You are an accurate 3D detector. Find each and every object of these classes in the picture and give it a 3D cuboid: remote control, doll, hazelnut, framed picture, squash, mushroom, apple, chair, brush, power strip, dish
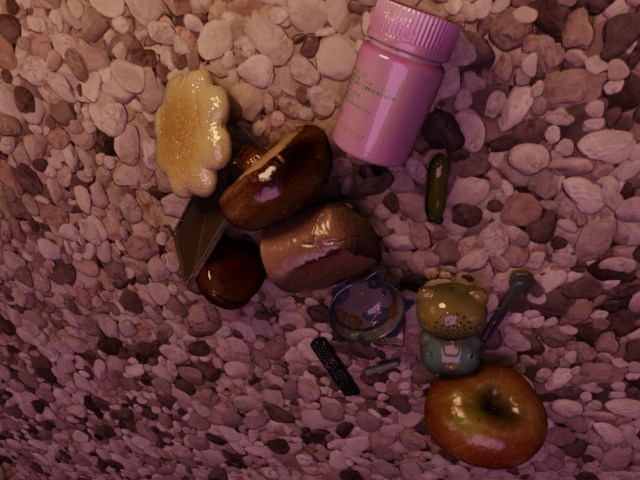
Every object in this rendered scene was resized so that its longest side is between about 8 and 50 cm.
[{"bbox_3d":[0.049,0.411,1.396,0.063,0.025,0.245,-21,112,24],"label":"remote control"},{"bbox_3d":[0.342,0.226,1.145,0.177,0.161,0.260,1,121,15],"label":"doll"},{"bbox_3d":[-0.257,0.103,1.196,0.208,0.208,0.208,6,119,10],"label":"hazelnut"},{"bbox_3d":[-0.317,-0.044,1.148,0.016,0.213,0.289,9,130,-40],"label":"framed picture"},{"bbox_3d":[0.277,-0.118,1.036,0.052,0.052,0.183,5,123,11],"label":"squash"},{"bbox_3d":[-0.099,-0.142,0.977,0.278,0.297,0.163,19,148,51],"label":"mushroom"},{"bbox_3d":[0.450,0.487,1.208,0.310,0.277,0.250,18,147,22],"label":"apple"},{"bbox_3d":[0.134,-0.173,1.050,0.086,0.042,0.037,7,126,52],"label":"chair"},{"bbox_3d":[0.491,0.184,1.168,0.062,0.027,0.266,18,125,4],"label":"brush"},{"bbox_3d":[-0.179,-0.244,1.093,0.040,0.016,0.090,-37,104,28],"label":"power strip"},{"bbox_3d":[0.127,0.162,1.155,0.228,0.086,0.236,-22,120,4],"label":"dish"}]

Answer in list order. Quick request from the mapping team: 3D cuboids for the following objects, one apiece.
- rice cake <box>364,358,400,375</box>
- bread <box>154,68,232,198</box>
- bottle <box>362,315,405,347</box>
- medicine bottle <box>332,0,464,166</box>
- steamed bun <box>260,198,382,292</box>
[{"bbox_3d":[0.192,0.396,1.356,0.121,0.021,0.022,-26,114,27],"label":"rice cake"},{"bbox_3d":[-0.308,-0.245,1.010,0.316,0.054,0.315,2,93,43],"label":"bread"},{"bbox_3d":[0.165,0.255,1.241,0.152,0.099,0.098,2,119,9],"label":"bottle"},{"bbox_3d":[0.147,-0.315,0.883,0.178,0.178,0.290,20,120,2],"label":"medicine bottle"},{"bbox_3d":[0.000,0.000,1.059,0.252,0.301,0.199,-28,71,16],"label":"steamed bun"}]
